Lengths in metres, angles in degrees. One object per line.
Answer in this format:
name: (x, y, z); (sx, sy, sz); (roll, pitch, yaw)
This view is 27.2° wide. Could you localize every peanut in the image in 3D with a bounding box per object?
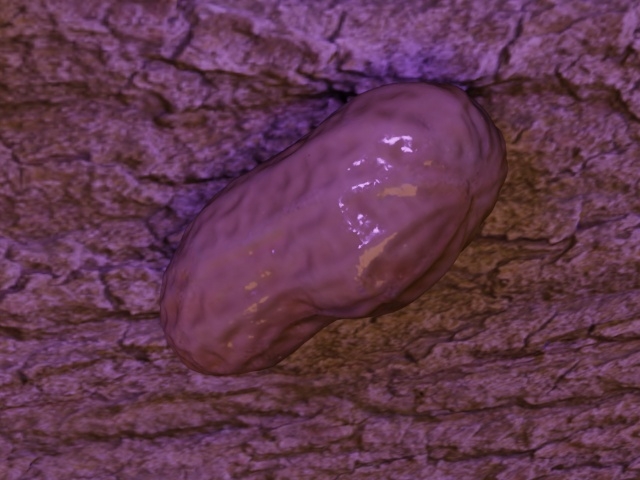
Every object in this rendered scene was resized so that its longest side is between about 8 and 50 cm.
peanut: (0.000, 0.000, 0.995); (0.313, 0.152, 0.152); (-30, 139, 22)
